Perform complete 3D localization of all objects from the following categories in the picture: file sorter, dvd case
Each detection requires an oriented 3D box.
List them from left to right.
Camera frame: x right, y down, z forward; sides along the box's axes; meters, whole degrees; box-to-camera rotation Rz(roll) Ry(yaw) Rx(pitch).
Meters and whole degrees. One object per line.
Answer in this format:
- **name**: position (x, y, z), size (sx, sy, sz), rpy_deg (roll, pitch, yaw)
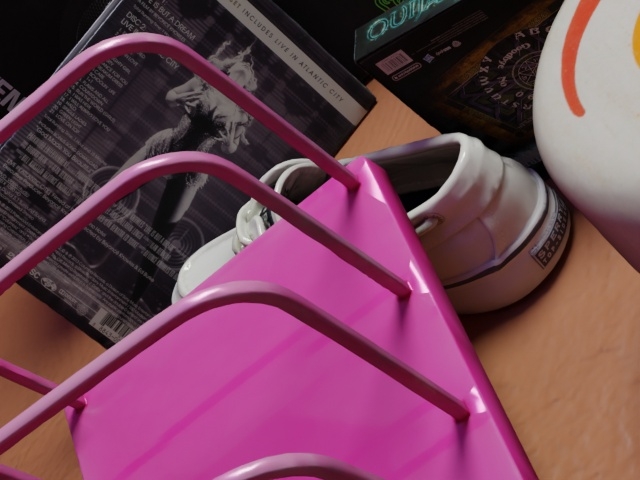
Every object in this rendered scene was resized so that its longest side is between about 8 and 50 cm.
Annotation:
- **dvd case**: position (-0.091, -0.049, 0.889), size (0.221, 0.164, 0.018), rpy_deg (-52, 27, -4)
- **file sorter**: position (-0.051, 0.096, 0.590), size (0.202, 0.182, 0.290), rpy_deg (-38, 49, 18)

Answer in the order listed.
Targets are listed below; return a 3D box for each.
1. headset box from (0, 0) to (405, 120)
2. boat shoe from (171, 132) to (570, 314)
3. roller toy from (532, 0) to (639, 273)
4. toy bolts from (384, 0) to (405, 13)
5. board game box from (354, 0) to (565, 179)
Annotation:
- **headset box**: position (-0.088, -0.177, 0.949), size (0.283, 0.246, 0.131), rpy_deg (-39, 31, 14)
- **boat shoe**: position (0.000, 0.000, 0.793), size (0.267, 0.088, 0.096), rpy_deg (-8, 50, 48)
- **roller toy**: position (0.182, -0.055, 0.563), size (0.191, 0.146, 0.209), rpy_deg (-7, 51, 50)
- **toy bolts**: position (0.078, -0.178, 0.736), size (0.158, 0.228, 0.218), rpy_deg (-25, 8, 37)
- **board game box**: position (0.126, -0.097, 0.701), size (0.186, 0.126, 0.026), rpy_deg (-26, 43, 33)
